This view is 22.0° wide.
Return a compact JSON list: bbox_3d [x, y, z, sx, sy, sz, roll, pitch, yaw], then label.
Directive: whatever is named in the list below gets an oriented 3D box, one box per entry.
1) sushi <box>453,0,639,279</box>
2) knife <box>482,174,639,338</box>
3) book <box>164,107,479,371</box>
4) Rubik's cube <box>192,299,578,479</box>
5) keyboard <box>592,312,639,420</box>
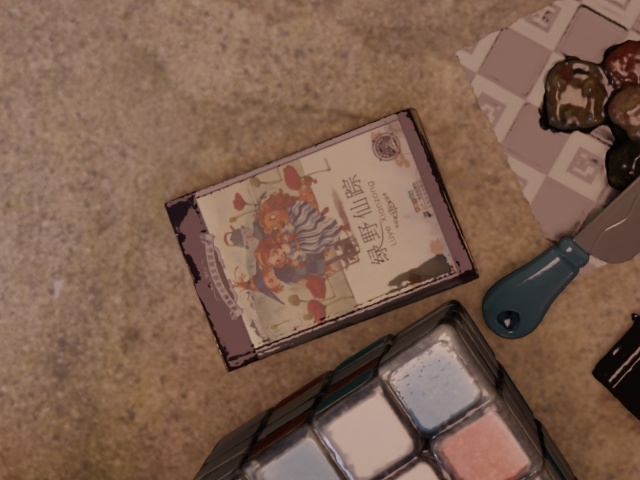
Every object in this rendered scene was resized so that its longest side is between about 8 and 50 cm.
[{"bbox_3d":[0.260,-0.110,1.357,0.231,0.047,0.219,-26,91,6],"label":"sushi"},{"bbox_3d":[0.233,-0.002,1.352,0.244,0.032,0.058,-40,102,17],"label":"knife"},{"bbox_3d":[0.000,0.000,1.398,0.231,0.026,0.157,-21,91,6],"label":"book"},{"bbox_3d":[0.069,0.221,1.289,0.253,0.259,0.256,-33,91,5],"label":"Rubik's cube"},{"bbox_3d":[0.353,0.025,1.345,0.101,0.018,0.309,45,102,25],"label":"keyboard"}]
